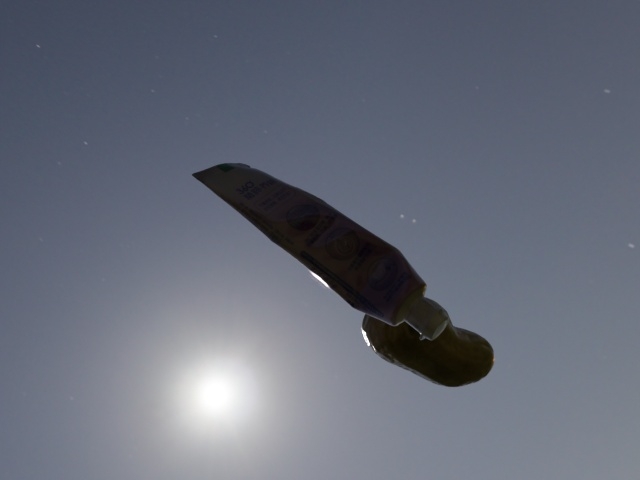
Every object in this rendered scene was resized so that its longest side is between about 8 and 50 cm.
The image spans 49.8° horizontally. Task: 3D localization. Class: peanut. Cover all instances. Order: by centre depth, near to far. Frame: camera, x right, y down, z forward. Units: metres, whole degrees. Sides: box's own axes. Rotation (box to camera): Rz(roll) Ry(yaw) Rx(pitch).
[{"bbox_3d":[0.178,0.161,1.097,0.237,0.110,0.120,23,-113,-16],"label":"peanut"}]

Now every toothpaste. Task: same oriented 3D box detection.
[{"bbox_3d":[0.000,0.000,0.695,0.075,0.301,0.048,-42,-26,-25],"label":"toothpaste"}]
